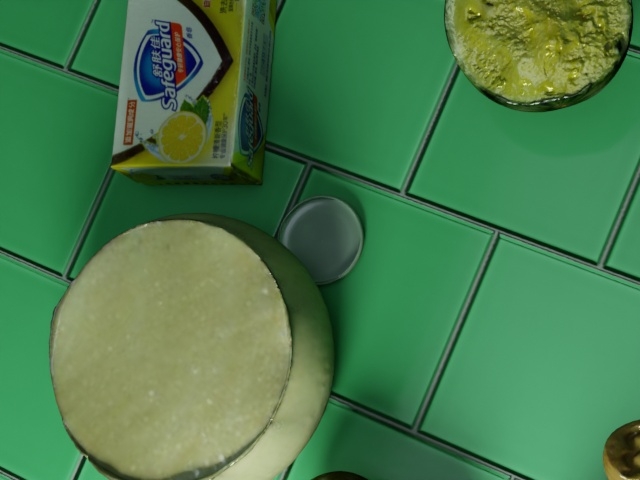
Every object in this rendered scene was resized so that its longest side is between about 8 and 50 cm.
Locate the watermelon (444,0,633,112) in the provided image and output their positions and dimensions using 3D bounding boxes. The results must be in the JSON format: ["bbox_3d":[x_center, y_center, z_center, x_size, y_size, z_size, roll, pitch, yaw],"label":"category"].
[{"bbox_3d":[0.248,-0.247,1.626,0.204,0.127,0.232,-29,72,11],"label":"watermelon"}]

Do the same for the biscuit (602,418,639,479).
[{"bbox_3d":[0.409,0.261,1.414,0.275,0.052,0.355,13,55,15],"label":"biscuit"}]

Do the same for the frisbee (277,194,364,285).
[{"bbox_3d":[0.000,0.000,1.716,0.110,0.014,0.110,-5,75,19],"label":"frisbee"}]

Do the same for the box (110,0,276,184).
[{"bbox_3d":[-0.153,-0.202,1.770,0.168,0.097,0.265,2,78,19],"label":"box"}]

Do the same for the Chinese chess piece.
[{"bbox_3d":[-0.150,0.135,1.663,0.338,0.140,0.338,-5,76,20],"label":"Chinese chess piece"}]

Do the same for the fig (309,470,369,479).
[{"bbox_3d":[0.003,0.365,1.597,0.124,0.124,0.236,30,113,22],"label":"fig"}]
